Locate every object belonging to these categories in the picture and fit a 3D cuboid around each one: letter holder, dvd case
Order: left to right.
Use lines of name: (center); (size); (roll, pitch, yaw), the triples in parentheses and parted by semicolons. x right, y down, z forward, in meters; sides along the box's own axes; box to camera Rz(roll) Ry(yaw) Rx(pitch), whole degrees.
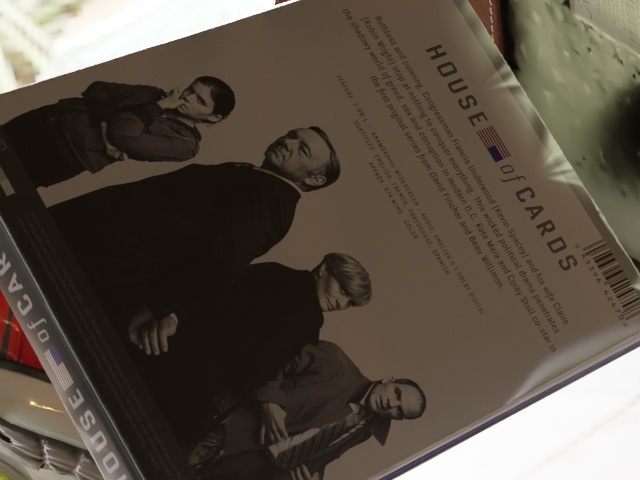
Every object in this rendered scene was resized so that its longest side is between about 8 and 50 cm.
dvd case: (0.000, 0.000, 0.707); (0.239, 0.179, 0.029); (-23, -12, -37)
letter holder: (0.085, -0.071, 1.169); (0.152, 0.302, 0.214); (26, -42, -33)

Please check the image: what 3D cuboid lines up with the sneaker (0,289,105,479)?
sneaker: (-0.163, 0.046, 0.947); (0.279, 0.107, 0.118); (28, 54, 2)
